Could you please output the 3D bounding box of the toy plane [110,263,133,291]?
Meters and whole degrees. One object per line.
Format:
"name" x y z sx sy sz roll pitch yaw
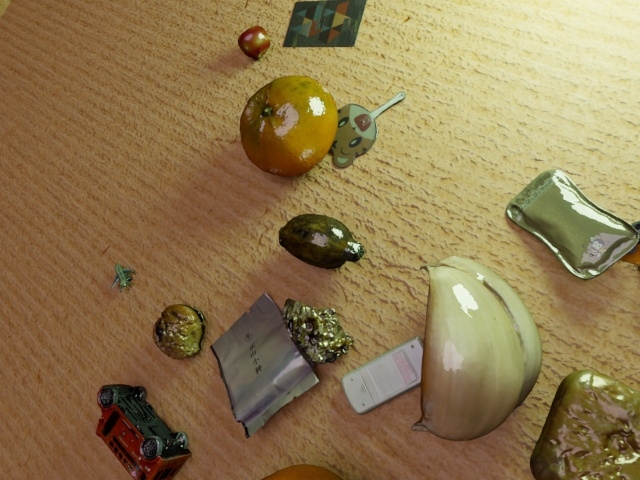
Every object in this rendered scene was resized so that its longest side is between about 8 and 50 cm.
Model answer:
"toy plane" -0.532 0.097 1.246 0.080 0.033 0.083 -38 58 10

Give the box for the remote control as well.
"remote control" 0.133 0.270 0.919 0.190 0.029 0.087 -33 66 12

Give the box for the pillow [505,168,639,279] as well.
"pillow" 0.450 -0.033 0.849 0.130 0.033 0.217 -44 51 16

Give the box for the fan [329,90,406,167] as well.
"fan" 0.101 -0.280 1.093 0.227 0.008 0.152 -33 65 12

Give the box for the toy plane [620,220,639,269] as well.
"toy plane" 0.647 -0.046 0.731 0.204 0.103 0.316 45 111 25

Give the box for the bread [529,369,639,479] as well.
"bread" 0.457 0.331 0.687 0.246 0.176 0.195 26 75 29

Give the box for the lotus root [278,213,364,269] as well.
"lotus root" 0.000 0.000 0.999 0.210 0.120 0.120 13 81 28

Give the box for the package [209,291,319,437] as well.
"package" -0.131 0.270 1.021 0.204 0.062 0.251 -42 51 8

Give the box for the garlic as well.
"garlic" 0.246 0.176 0.782 0.249 0.286 0.312 -3 75 59

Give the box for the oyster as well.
"oyster" -0.013 0.180 0.975 0.105 0.056 0.177 -30 53 -20

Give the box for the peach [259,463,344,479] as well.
"peach" -0.039 0.556 0.763 0.343 0.302 0.342 -7 73 23

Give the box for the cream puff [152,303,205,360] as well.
"cream puff" -0.337 0.216 1.096 0.120 0.104 0.133 -13 72 12

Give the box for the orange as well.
"orange" -0.077 -0.267 1.071 0.240 0.171 0.240 -7 72 24

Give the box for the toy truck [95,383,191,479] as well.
"toy truck" -0.423 0.440 1.065 0.253 0.107 0.114 33 89 26

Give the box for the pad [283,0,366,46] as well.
"pad" 0.009 -0.569 1.213 0.212 0.003 0.142 10 80 24

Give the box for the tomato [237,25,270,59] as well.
"tomato" -0.175 -0.527 1.240 0.087 0.087 0.075 -31 102 13
